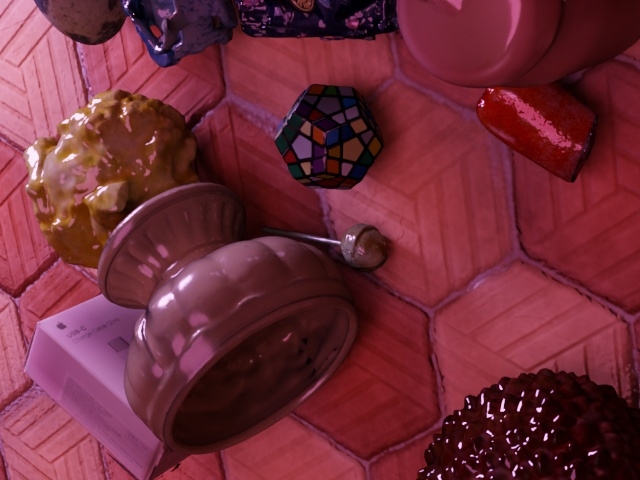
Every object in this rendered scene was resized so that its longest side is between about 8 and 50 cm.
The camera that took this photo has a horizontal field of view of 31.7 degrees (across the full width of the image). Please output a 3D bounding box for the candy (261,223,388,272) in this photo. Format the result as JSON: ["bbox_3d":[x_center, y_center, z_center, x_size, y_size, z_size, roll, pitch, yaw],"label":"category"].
[{"bbox_3d":[0.000,0.000,1.418,0.202,0.061,0.061,10,112,41],"label":"candy"}]

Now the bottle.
[{"bbox_3d":[0.179,-0.238,1.044,0.206,0.297,0.173,48,128,11],"label":"bottle"}]

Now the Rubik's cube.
[{"bbox_3d":[0.010,-0.120,1.321,0.112,0.133,0.133,-27,90,14],"label":"Rubik's cube"}]

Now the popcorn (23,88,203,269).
[{"bbox_3d":[-0.273,-0.078,1.489,0.255,0.195,0.256,34,104,15],"label":"popcorn"}]

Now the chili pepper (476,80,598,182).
[{"bbox_3d":[0.210,-0.144,1.191,0.192,0.084,0.086,38,107,13],"label":"chili pepper"}]

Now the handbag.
[{"bbox_3d":[-0.001,-0.305,1.254,0.260,0.113,0.162,10,121,32],"label":"handbag"}]

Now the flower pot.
[{"bbox_3d":[-0.126,0.085,1.390,0.244,0.307,0.307,53,129,28],"label":"flower pot"}]

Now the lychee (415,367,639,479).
[{"bbox_3d":[0.257,0.299,1.191,0.306,0.306,0.330,-33,58,38],"label":"lychee"}]

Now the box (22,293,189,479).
[{"bbox_3d":[-0.246,0.187,1.550,0.251,0.203,0.106,37,125,20],"label":"box"}]

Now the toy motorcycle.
[{"bbox_3d":[-0.192,-0.342,1.341,0.206,0.154,0.260,45,157,63],"label":"toy motorcycle"}]

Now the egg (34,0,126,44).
[{"bbox_3d":[-0.308,-0.341,1.449,0.141,0.141,0.182,6,116,33],"label":"egg"}]
